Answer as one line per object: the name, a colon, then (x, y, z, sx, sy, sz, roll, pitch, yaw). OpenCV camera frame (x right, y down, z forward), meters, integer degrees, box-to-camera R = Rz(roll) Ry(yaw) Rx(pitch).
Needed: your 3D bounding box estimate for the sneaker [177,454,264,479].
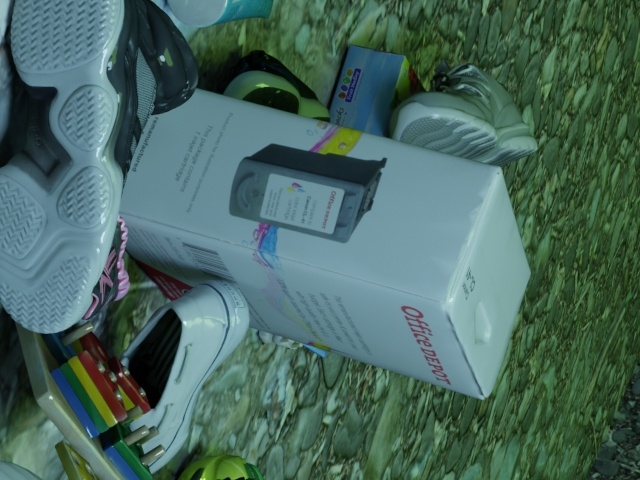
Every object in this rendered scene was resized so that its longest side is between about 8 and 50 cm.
sneaker: (-0.097, 0.350, 1.876, 0.123, 0.109, 0.295, -6, 110, -66)

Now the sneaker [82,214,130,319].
sneaker: (-0.180, 0.014, 1.501, 0.057, 0.047, 0.119, -45, 145, -35)

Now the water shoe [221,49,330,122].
water shoe: (-0.057, -0.125, 1.698, 0.073, 0.080, 0.203, -41, 165, 8)

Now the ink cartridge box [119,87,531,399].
ink cartridge box: (0.000, 0.000, 1.583, 0.226, 0.306, 0.131, 62, 46, -64)

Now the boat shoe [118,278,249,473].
boat shoe: (-0.141, 0.114, 1.580, 0.076, 0.083, 0.226, -10, 140, -44)

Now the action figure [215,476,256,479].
action figure: (-0.062, 0.354, 1.728, 0.141, 0.164, 0.275, -4, 92, -26)

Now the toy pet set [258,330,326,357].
toy pet set: (-0.022, 0.060, 1.985, 0.114, 0.065, 0.122, 33, 66, -34)

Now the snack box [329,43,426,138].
snack box: (0.058, -0.086, 2.047, 0.207, 0.070, 0.174, 47, 59, -67)

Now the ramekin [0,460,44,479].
ramekin: (-0.239, 0.274, 1.258, 0.277, 0.135, 0.277, -39, 153, -24)

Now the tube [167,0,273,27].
tube: (-0.068, -0.216, 1.635, 0.207, 0.052, 0.080, -35, 142, -69)

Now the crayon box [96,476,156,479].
crayon box: (-0.200, 0.326, 1.612, 0.318, 0.081, 0.202, -44, 144, -57)

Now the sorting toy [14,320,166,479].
sorting toy: (-0.162, 0.116, 1.416, 0.132, 0.046, 0.274, 57, 3, -34)

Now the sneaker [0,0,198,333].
sneaker: (-0.157, -0.071, 1.399, 0.153, 0.101, 0.268, -19, 119, -65)

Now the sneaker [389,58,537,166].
sneaker: (0.132, -0.132, 2.022, 0.281, 0.105, 0.115, 4, 63, -68)
